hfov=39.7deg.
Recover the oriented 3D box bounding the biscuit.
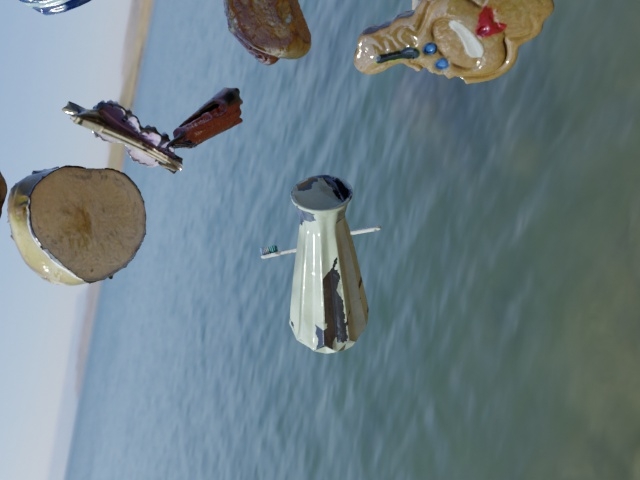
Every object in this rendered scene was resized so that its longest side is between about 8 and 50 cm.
[{"bbox_3d":[0.206,-0.325,1.396,0.047,0.319,0.183,-82,-18,-48],"label":"biscuit"}]

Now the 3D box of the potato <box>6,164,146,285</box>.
[{"bbox_3d":[-0.512,-0.024,1.755,0.196,0.299,0.247,-13,87,31],"label":"potato"}]

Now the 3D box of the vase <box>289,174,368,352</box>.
[{"bbox_3d":[0.012,0.053,1.711,0.165,0.165,0.360,-96,2,-51],"label":"vase"}]

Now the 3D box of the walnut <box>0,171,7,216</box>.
[{"bbox_3d":[-0.638,-0.074,1.355,0.209,0.336,0.209,12,-90,-69],"label":"walnut"}]

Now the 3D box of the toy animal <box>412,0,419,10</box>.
[{"bbox_3d":[0.204,-0.475,1.676,0.185,0.104,0.184,19,-105,-77],"label":"toy animal"}]

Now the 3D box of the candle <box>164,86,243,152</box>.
[{"bbox_3d":[-0.240,-0.247,1.845,0.059,0.084,0.302,-42,2,36],"label":"candle"}]

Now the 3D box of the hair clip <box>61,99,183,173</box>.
[{"bbox_3d":[-0.422,-0.230,1.939,0.106,0.292,0.084,-48,36,20],"label":"hair clip"}]

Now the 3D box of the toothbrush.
[{"bbox_3d":[0.000,0.002,2.166,0.030,0.303,0.030,-12,-90,-86],"label":"toothbrush"}]

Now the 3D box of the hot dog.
[{"bbox_3d":[-0.130,-0.503,1.926,0.257,0.153,0.150,69,-161,-6],"label":"hot dog"}]

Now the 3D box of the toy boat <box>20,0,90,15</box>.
[{"bbox_3d":[-0.558,-0.597,1.750,0.067,0.220,0.291,-85,-24,-54],"label":"toy boat"}]
